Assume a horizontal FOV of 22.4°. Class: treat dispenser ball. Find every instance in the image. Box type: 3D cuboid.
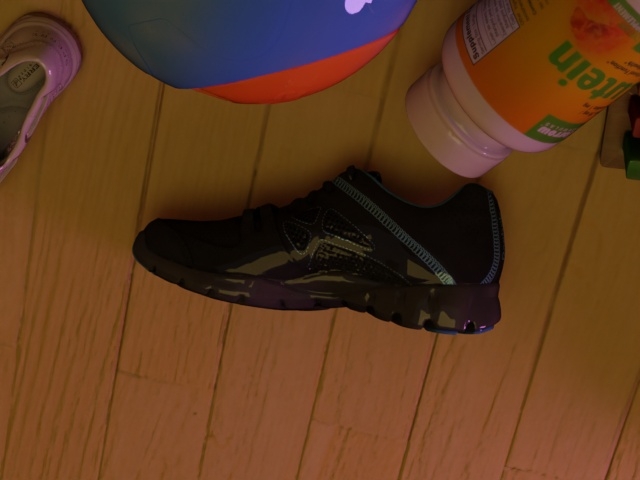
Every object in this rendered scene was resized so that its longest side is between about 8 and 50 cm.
[{"bbox_3d":[-0.054,-0.248,1.243,0.288,0.288,0.288,3,117,5],"label":"treat dispenser ball"}]

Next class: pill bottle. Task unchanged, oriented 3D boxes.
[{"bbox_3d":[0.188,-0.158,1.336,0.136,0.136,0.246,41,126,-14],"label":"pill bottle"}]

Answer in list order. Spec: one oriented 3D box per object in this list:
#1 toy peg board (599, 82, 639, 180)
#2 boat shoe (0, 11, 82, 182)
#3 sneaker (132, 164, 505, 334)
[{"bbox_3d":[0.331,-0.117,1.382,0.161,0.079,0.160,6,117,3],"label":"toy peg board"},{"bbox_3d":[-0.323,-0.087,1.462,0.098,0.096,0.277,36,115,-12],"label":"boat shoe"},{"bbox_3d":[0.000,0.000,1.478,0.341,0.125,0.139,6,90,7],"label":"sneaker"}]
